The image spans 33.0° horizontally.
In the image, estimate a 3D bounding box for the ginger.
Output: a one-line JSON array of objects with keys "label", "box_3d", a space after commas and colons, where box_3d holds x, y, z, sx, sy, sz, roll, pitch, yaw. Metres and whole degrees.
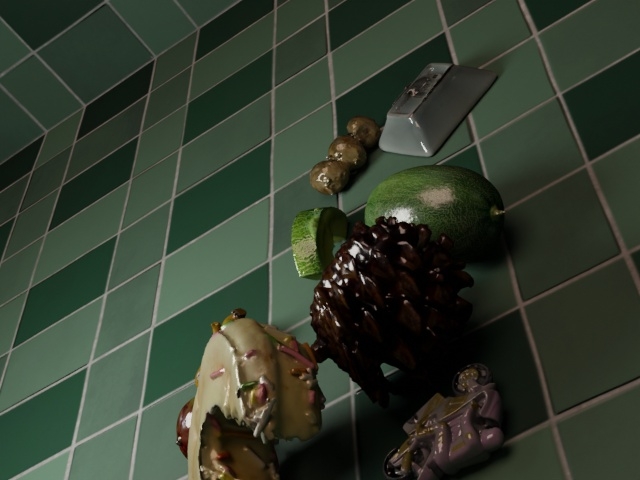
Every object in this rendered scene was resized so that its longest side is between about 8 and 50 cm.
[{"label": "ginger", "box_3d": [0.054, -0.185, 2.309, 0.204, 0.080, 0.104, -51, 26, -13]}]

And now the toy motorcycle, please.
[{"label": "toy motorcycle", "box_3d": [0.194, 0.279, 1.552, 0.225, 0.073, 0.152, -47, 33, -12]}]

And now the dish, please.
[{"label": "dish", "box_3d": [0.227, -0.290, 2.251, 0.243, 0.080, 0.182, -50, 31, -16]}]

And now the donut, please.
[{"label": "donut", "box_3d": [-0.107, 0.288, 1.665, 0.307, 0.150, 0.371, -110, 32, -51]}]

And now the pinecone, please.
[{"label": "pinecone", "box_3d": [0.112, 0.105, 1.692, 0.242, 0.298, 0.295, 29, 71, 14]}]

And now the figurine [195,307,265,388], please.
[{"label": "figurine", "box_3d": [-0.174, 0.215, 2.055, 0.176, 0.121, 0.122, -53, 2, -2]}]

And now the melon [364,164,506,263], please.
[{"label": "melon", "box_3d": [0.201, -0.042, 1.853, 0.288, 0.182, 0.182, -1, 49, 51]}]

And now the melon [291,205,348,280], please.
[{"label": "melon", "box_3d": [0.000, 0.000, 2.103, 0.064, 0.118, 0.209, -19, 41, 24]}]

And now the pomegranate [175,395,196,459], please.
[{"label": "pomegranate", "box_3d": [-0.171, 0.332, 1.869, 0.159, 0.129, 0.129, 3, 39, 1]}]
